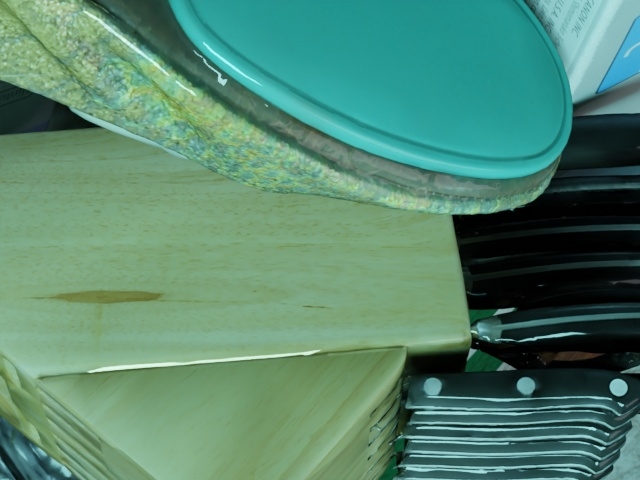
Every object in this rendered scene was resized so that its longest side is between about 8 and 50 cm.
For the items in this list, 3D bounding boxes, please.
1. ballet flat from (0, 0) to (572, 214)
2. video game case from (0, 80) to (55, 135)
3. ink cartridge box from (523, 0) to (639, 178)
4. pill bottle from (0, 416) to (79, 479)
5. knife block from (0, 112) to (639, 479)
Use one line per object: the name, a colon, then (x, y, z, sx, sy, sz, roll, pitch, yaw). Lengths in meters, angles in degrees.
ballet flat: (-0.077, -0.087, 0.501, 0.348, 0.123, 0.123, 22, 112, -32)
video game case: (-0.218, -0.009, 0.595, 0.269, 0.061, 0.244, -28, 151, -46)
ink cartridge box: (0.175, -0.108, 0.683, 0.261, 0.066, 0.296, -28, 164, -15)
pill bottle: (-0.079, 0.052, 0.705, 0.219, 0.123, 0.123, -33, 158, -4)
knife block: (0.000, 0.000, 0.599, 0.242, 0.275, 0.088, -46, 161, -23)
